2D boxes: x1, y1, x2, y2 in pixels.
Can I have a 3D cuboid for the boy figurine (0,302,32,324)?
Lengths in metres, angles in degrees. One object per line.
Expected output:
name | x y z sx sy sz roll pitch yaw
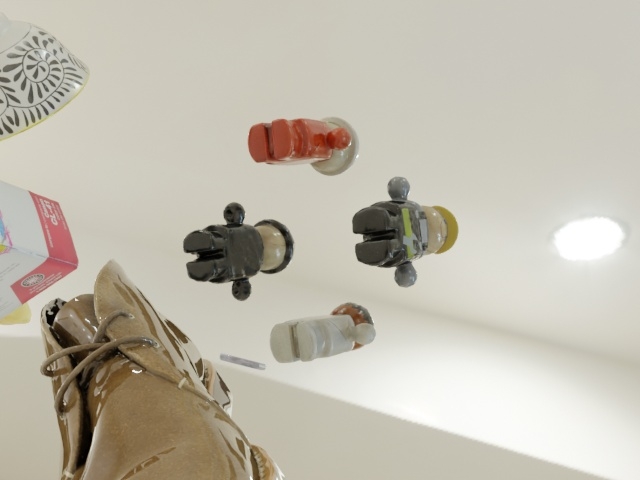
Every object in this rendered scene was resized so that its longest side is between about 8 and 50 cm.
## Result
boy figurine | -0.644 0.083 1.480 0.285 0.092 0.177 16 -72 -36

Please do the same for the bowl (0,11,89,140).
bowl | -0.312 -0.161 0.786 0.170 0.170 0.080 -17 -55 5

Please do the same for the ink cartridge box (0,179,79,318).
ink cartridge box | -0.524 0.009 1.151 0.226 0.131 0.306 -30 -25 15

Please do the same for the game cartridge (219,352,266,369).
game cartridge | -0.151 0.235 1.627 0.083 0.017 0.056 11 -13 17

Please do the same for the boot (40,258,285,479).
boot | -0.096 0.084 0.386 0.112 0.305 0.115 -32 -77 -8

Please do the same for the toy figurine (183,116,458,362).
toy figurine | 0.000 0.000 0.817 0.213 0.209 0.148 -58 -23 20
